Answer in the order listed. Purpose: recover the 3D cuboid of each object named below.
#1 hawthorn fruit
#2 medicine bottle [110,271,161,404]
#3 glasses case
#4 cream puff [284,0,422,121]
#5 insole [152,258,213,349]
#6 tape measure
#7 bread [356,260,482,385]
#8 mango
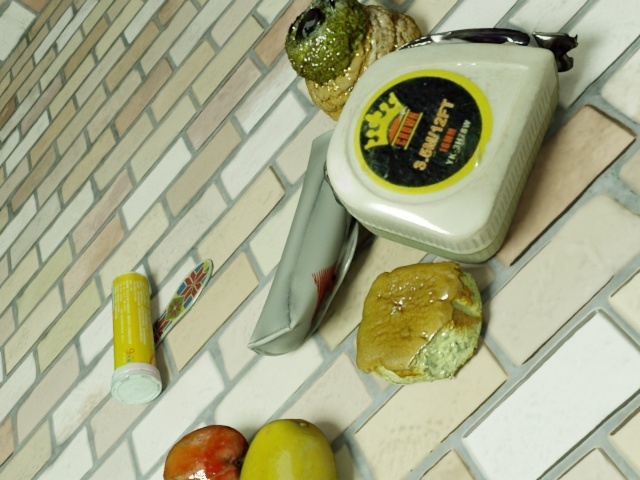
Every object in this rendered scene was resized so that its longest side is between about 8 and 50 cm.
[{"bbox_3d":[-0.130,0.279,0.942,0.128,0.128,0.128,-26,48,33],"label":"hawthorn fruit"},{"bbox_3d":[-0.292,0.145,1.227,0.074,0.074,0.218,-39,42,21],"label":"medicine bottle"},{"bbox_3d":[0.001,-0.001,0.994,0.128,0.083,0.308,146,143,-66],"label":"glasses case"},{"bbox_3d":[0.031,-0.276,1.103,0.183,0.169,0.183,-28,46,33],"label":"cream puff"},{"bbox_3d":[-0.230,0.108,1.248,0.193,0.006,0.065,-51,39,7],"label":"insole"},{"bbox_3d":[0.134,-0.127,0.898,0.231,0.133,0.271,20,81,26],"label":"tape measure"},{"bbox_3d":[0.106,0.092,0.852,0.140,0.069,0.128,-14,56,42],"label":"bread"},{"bbox_3d":[-0.041,0.292,0.853,0.130,0.092,0.195,7,74,47],"label":"mango"}]
